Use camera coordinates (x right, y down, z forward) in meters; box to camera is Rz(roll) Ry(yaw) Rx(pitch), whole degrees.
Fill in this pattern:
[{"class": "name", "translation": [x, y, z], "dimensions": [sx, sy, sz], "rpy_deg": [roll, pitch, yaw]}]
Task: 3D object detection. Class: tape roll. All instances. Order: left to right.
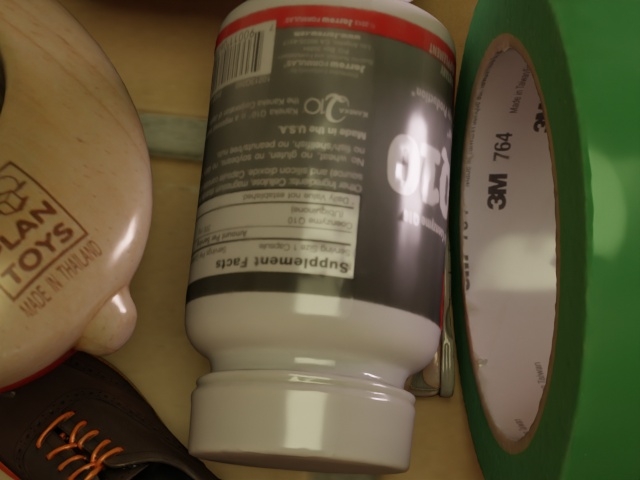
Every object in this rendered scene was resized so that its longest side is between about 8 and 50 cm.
[{"class": "tape roll", "translation": [0.140, 0.001, 0.686], "dimensions": [0.077, 0.321, 0.321], "rpy_deg": [-2, 75, -4]}]

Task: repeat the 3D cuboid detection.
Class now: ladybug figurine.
[{"class": "ladybug figurine", "translation": [-0.292, -0.053, 0.722], "dimensions": [0.449, 0.162, 0.305], "rpy_deg": [36, 60, 17]}]

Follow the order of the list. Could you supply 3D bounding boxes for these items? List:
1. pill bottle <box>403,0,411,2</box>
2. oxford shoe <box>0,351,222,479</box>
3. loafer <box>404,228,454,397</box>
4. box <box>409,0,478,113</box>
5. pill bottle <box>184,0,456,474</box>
[{"class": "pill bottle", "translation": [-0.086, -0.250, 0.788], "dimensions": [0.318, 0.176, 0.176], "rpy_deg": [6, 74, 16]}, {"class": "oxford shoe", "translation": [-0.138, 0.129, 0.744], "dimensions": [0.271, 0.098, 0.097], "rpy_deg": [35, 76, 5]}, {"class": "loafer", "translation": [0.070, 0.045, 0.814], "dimensions": [0.039, 0.045, 0.125], "rpy_deg": [-2, 78, 2]}, {"class": "box", "translation": [0.147, -0.152, 0.842], "dimensions": [0.201, 0.021, 0.164], "rpy_deg": [36, 108, 4]}, {"class": "pill bottle", "translation": [0.000, 0.000, 0.758], "dimensions": [0.161, 0.161, 0.283], "rpy_deg": [6, 75, -3]}]
